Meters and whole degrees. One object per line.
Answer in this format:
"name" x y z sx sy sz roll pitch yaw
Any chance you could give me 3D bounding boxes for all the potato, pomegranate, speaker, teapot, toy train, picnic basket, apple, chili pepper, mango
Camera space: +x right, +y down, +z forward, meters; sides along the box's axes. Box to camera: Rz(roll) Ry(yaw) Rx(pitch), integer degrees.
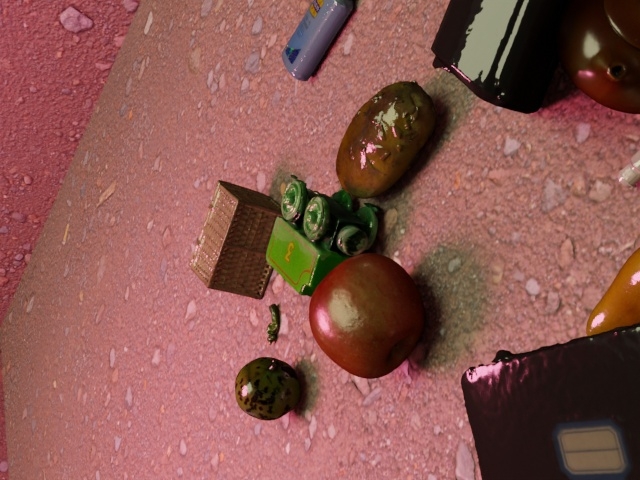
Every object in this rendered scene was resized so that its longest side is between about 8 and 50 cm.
"potato" 0.100 -0.164 1.603 0.251 0.113 0.149 -42 47 41
"pomegranate" -0.100 0.282 1.760 0.161 0.122 0.122 102 160 -49
"speaker" 0.217 -0.276 1.249 0.184 0.388 0.180 23 101 14
"teapot" 0.382 -0.253 1.120 0.252 0.178 0.135 -52 -4 -28
"toy train" 0.000 0.000 1.691 0.243 0.132 0.188 38 116 60
"picnic basket" -0.172 -0.005 1.972 0.154 0.134 0.196 39 113 58
"apple" 0.074 0.114 1.478 0.168 0.181 0.181 41 115 32
"chili pepper" -0.093 0.164 1.882 0.027 0.022 0.083 -6 68 23
"mango" 0.378 0.057 1.026 0.227 0.136 0.099 128 151 -47

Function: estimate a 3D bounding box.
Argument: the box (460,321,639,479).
"box" 0.320 0.264 1.007 0.359 0.091 0.350 -26 77 52

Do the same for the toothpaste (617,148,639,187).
"toothpaste" 0.426 -0.132 1.131 0.190 0.031 0.048 -48 37 34

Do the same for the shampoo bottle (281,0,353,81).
"shampoo bottle" 0.009 -0.448 1.924 0.258 0.061 0.104 -54 38 32
